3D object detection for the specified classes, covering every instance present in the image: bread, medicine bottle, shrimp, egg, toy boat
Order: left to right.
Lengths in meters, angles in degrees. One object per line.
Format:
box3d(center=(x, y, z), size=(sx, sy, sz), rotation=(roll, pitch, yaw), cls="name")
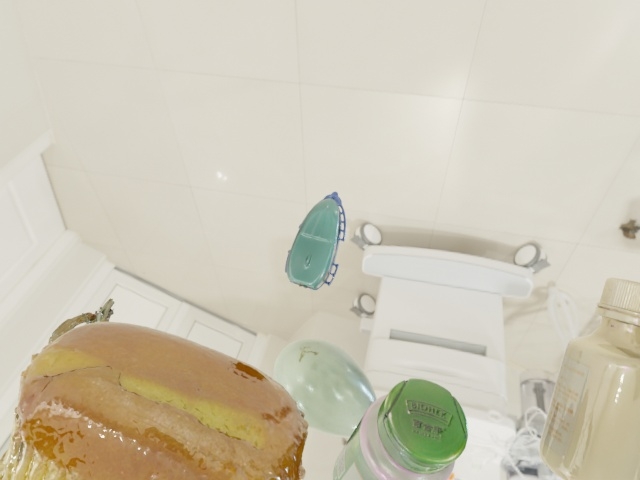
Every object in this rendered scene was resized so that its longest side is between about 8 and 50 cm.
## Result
box3d(center=(-0.554, 0.205, 1.035), size=(0.041, 0.180, 0.099), rotation=(10, 145, 46), cls="shrimp")
box3d(center=(-0.157, 0.196, 0.436), size=(0.288, 0.204, 0.156), rotation=(24, 115, -1), cls="bread")
box3d(center=(0.000, 0.000, 0.760), size=(0.091, 0.175, 0.110), rotation=(16, 171, 12), cls="toy boat")
box3d(center=(0.014, 0.334, 1.000), size=(0.264, 0.183, 0.183), rotation=(38, 137, 3), cls="egg")
box3d(center=(0.104, 0.305, 0.628), size=(0.133, 0.133, 0.274), rotation=(17, 134, 2), cls="medicine bottle")
box3d(center=(0.358, 0.173, 0.546), size=(0.114, 0.253, 0.114), rotation=(14, -178, 0), cls="medicine bottle")
